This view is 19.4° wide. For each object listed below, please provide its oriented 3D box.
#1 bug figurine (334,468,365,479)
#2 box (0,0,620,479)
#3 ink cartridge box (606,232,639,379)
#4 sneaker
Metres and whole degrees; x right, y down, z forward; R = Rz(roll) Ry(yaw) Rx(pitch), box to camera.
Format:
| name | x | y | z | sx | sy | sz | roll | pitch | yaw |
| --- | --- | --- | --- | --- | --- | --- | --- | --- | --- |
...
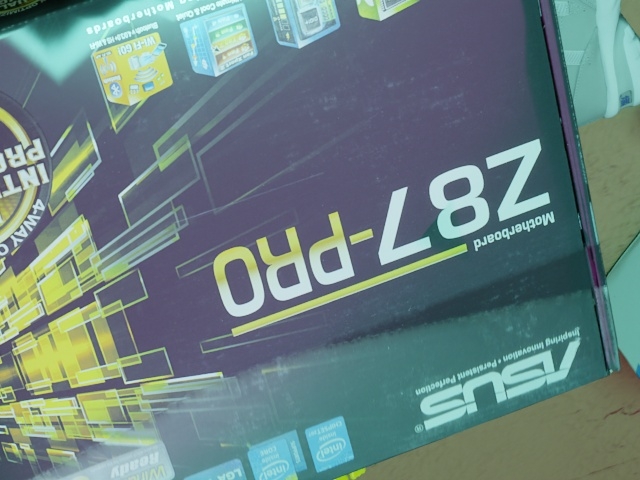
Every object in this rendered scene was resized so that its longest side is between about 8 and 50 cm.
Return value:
| name | x | y | z | sx | sy | sz | roll | pitch | yaw |
| --- | --- | --- | --- | --- | --- | --- | --- | --- | --- |
| bug figurine | 0.000 | 0.000 | 1.151 | 0.216 | 0.072 | 0.279 | -26 | 111 | -33 |
| box | -0.056 | -0.011 | 1.005 | 0.395 | 0.097 | 0.318 | -19 | 120 | -8 |
| ink cartridge box | 0.361 | 0.061 | 1.394 | 0.233 | 0.171 | 0.168 | 14 | 122 | -37 |
| sneaker | 0.115 | -0.144 | 1.114 | 0.115 | 0.105 | 0.281 | -33 | 138 | 2 |
